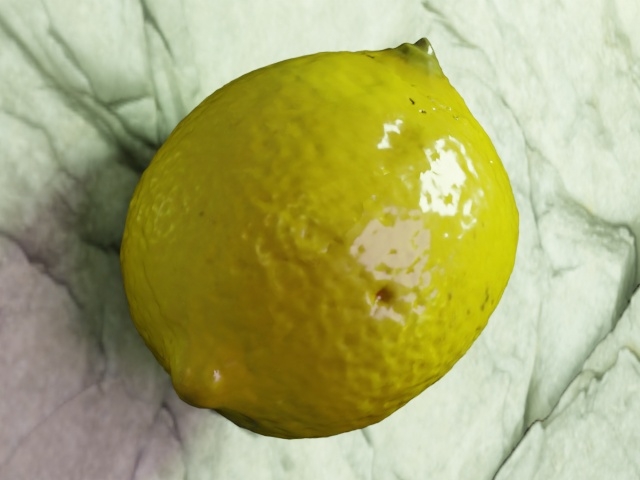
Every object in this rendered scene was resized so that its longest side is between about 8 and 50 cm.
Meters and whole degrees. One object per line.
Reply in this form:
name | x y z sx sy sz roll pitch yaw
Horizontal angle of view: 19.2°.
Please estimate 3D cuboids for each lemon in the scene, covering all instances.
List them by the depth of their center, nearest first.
lemon | -0.007 0.005 1.150 0.253 0.228 0.228 -39 123 -18
